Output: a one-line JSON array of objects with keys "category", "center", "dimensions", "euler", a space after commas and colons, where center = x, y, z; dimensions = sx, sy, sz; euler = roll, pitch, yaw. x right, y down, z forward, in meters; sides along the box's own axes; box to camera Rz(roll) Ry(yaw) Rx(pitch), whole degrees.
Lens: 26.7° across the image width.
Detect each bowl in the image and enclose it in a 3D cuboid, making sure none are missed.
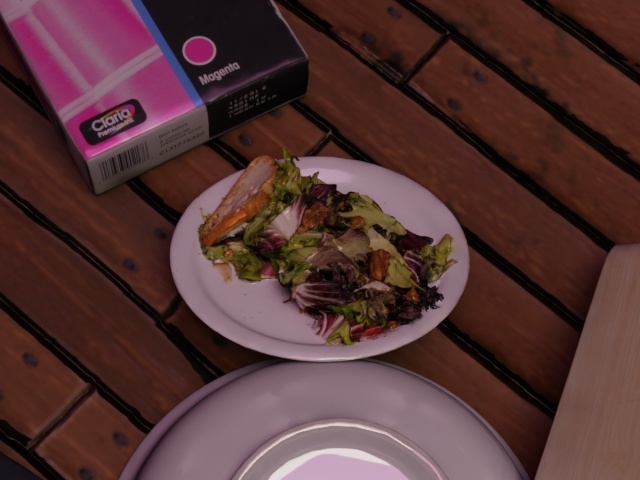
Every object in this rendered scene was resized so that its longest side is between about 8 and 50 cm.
[{"category": "bowl", "center": [0.009, 0.189, 0.801], "dimensions": [0.298, 0.134, 0.297], "euler": [1, 67, -3]}]

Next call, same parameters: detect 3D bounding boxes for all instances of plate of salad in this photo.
[{"category": "plate of salad", "center": [0.000, 0.000, 0.893], "dimensions": [0.200, 0.048, 0.199], "euler": [2, 42, -1]}]

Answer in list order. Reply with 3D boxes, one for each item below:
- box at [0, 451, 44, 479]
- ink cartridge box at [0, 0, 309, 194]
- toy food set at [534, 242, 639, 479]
[{"category": "box", "center": [-0.302, 0.199, 0.652], "dimensions": [0.395, 0.293, 0.212], "euler": [30, 103, 11]}, {"category": "ink cartridge box", "center": [-0.174, -0.226, 1.002], "dimensions": [0.176, 0.069, 0.371], "euler": [-27, 69, -13]}, {"category": "toy food set", "center": [0.260, 0.114, 0.796], "dimensions": [0.220, 0.092, 0.306], "euler": [-2, 44, 31]}]
